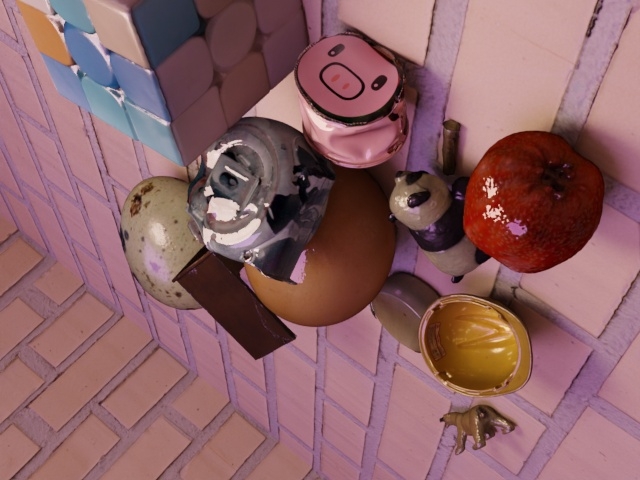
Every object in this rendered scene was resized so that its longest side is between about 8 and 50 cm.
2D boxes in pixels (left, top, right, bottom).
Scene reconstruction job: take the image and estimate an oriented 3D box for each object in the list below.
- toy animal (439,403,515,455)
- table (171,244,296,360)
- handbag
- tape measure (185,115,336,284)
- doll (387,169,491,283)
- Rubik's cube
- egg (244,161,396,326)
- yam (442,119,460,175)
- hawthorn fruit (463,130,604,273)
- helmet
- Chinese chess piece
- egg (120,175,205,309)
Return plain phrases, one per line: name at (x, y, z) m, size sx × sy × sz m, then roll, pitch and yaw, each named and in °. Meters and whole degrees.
toy animal at (0.367, 0.446, 2.165) m, size 0.101 × 0.103 × 0.219 m, roll 61°, pitch 159°, yaw 10°
table at (-0.145, 0.087, 2.132) m, size 0.282 × 0.250 × 0.196 m, roll 47°, pitch 137°, yaw -9°
handbag at (0.052, -0.231, 1.483) m, size 0.205 × 0.179 × 0.116 m, roll 42°, pitch 165°, yaw 26°
tape measure at (-0.108, -0.085, 1.565) m, size 0.275 × 0.256 × 0.147 m, roll 29°, pitch -173°, yaw 37°
doll at (0.215, -0.038, 1.555) m, size 0.143 × 0.135 × 0.234 m, roll 8°, pitch 146°, yaw 51°
Rubik's cube at (-0.265, -0.399, 1.498) m, size 0.344 × 0.347 × 0.346 m, roll 31°, pitch 152°, yaw 28°
egg at (0.000, 0.000, 1.765) m, size 0.301 × 0.301 × 0.374 m, roll 36°, pitch 134°, yaw 17°
yam at (0.221, -0.149, 1.524) m, size 0.033 × 0.027 × 0.129 m, roll 32°, pitch 153°, yaw 28°
hawthorn fruit at (0.307, -0.046, 1.355) m, size 0.205 × 0.205 × 0.253 m, roll 42°, pitch 156°, yaw 5°
helmet at (0.329, 0.192, 1.759) m, size 0.257 × 0.140 × 0.205 m, roll 2°, pitch 101°, yaw 40°
Chinese chess piece at (0.199, 0.158, 1.972) m, size 0.188 × 0.083 × 0.188 m, roll 37°, pitch 154°, yaw 22°
egg at (-0.373, 0.009, 2.351) m, size 0.287 × 0.287 × 0.379 m, roll 2°, pitch 133°, yaw 55°
